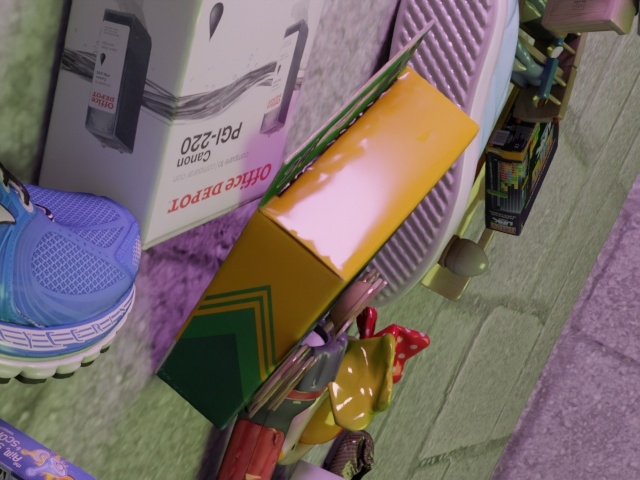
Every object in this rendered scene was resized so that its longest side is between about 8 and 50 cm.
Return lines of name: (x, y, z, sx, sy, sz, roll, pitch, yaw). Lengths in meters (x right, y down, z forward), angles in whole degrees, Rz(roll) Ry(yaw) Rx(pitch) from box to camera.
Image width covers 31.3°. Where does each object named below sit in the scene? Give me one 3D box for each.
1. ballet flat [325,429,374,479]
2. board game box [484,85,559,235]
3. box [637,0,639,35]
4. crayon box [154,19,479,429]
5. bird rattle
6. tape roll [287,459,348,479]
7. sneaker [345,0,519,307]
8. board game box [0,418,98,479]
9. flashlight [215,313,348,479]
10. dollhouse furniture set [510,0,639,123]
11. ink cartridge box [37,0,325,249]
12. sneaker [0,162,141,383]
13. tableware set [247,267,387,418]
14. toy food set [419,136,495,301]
ballet flat: (0.010, 0.373, 1.559, 0.250, 0.058, 0.084, -64, 159, 0)
board game box: (0.246, -0.114, 1.379, 0.141, 0.048, 0.170, 79, 32, -47)
box: (0.411, -0.329, 1.141, 0.275, 0.094, 0.113, -64, 160, -14)
crayon box: (0.000, 0.000, 0.893, 0.203, 0.083, 0.323, -47, 175, -38)
bird rattle: (0.006, 0.155, 1.268, 0.207, 0.143, 0.253, -53, 173, 4)
tape roll: (-0.038, 0.401, 1.317, 0.286, 0.100, 0.286, 22, 90, -87)
sneaker: (0.121, -0.105, 1.147, 0.150, 0.135, 0.366, -14, 128, -60)
board game box: (-0.168, 0.204, 0.722, 0.035, 0.201, 0.136, -31, 142, -55)
flashlight: (-0.066, 0.209, 1.125, 0.103, 0.103, 0.304, 1, 117, -41)
dollhouse furniture set: (0.262, -0.207, 1.208, 0.129, 0.184, 0.129, 26, 77, -41)
ink cartridge box: (-0.078, -0.121, 0.708, 0.158, 0.092, 0.218, -29, 142, -57)
sneaker: (-0.179, -0.024, 0.518, 0.330, 0.130, 0.147, 10, 105, -65)
tableware set: (0.000, 0.076, 0.859, 0.141, 0.020, 0.168, -48, 177, -1)
toy food set: (0.179, -0.049, 1.413, 0.219, 0.092, 0.306, -62, 160, -4)
